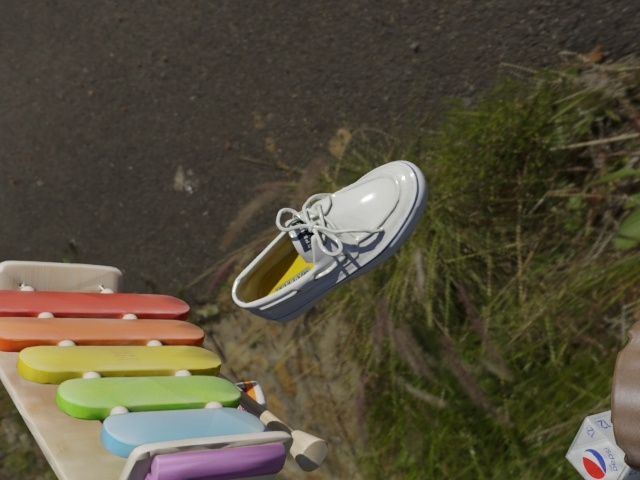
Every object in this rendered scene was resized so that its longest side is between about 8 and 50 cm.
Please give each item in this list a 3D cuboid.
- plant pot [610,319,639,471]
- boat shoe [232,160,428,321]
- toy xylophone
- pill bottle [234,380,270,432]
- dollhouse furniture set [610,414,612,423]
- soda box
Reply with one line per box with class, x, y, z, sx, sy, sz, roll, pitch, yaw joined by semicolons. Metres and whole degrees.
plant pot;0.319;0.123;0.597;0.165;0.167;0.167;1;113;44
boat shoe;-0.005;-0.006;1.266;0.367;0.156;0.135;-37;60;23
toy xylophone;-0.134;0.110;0.634;0.323;0.236;0.081;27;107;41
pill bottle;-0.138;0.212;0.915;0.086;0.152;0.086;173;90;-77
dollhouse furniture set;0.584;0.187;1.020;0.374;0.201;0.152;18;147;25
soda box;0.525;0.310;1.255;0.098;0.286;0.091;50;136;43
